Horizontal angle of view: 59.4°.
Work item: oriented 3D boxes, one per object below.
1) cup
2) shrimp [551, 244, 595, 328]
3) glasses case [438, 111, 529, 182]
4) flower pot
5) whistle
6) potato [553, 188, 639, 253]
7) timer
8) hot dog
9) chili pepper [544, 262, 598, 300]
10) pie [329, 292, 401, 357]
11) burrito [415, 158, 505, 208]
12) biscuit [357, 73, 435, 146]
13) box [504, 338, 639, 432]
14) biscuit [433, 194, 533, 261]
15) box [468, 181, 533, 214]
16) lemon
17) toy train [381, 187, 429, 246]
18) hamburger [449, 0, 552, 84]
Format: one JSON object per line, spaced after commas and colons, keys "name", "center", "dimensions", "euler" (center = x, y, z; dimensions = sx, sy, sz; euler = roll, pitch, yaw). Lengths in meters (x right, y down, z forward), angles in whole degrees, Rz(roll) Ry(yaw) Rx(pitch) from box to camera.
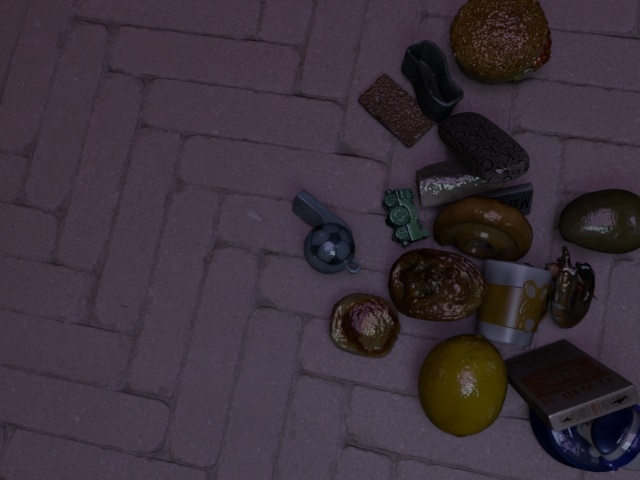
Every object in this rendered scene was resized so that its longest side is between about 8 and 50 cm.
{"name": "cup", "center": [0.547, 0.172, 1.551], "dimensions": [0.241, 0.185, 0.226], "euler": [13, 87, -23]}
{"name": "shrimp", "center": [0.700, 0.128, 1.532], "dimensions": [0.145, 0.059, 0.255], "euler": [-9, 110, -18]}
{"name": "glasses case", "center": [0.447, -0.267, 1.571], "dimensions": [0.137, 0.085, 0.355], "euler": [-18, 37, -5]}
{"name": "flower pot", "center": [0.333, -0.476, 1.685], "dimensions": [0.103, 0.108, 0.229], "euler": [-21, 76, -9]}
{"name": "whistle", "center": [0.000, 0.000, 1.636], "dimensions": [0.289, 0.163, 0.163], "euler": [39, 87, 12]}
{"name": "potato", "center": [0.780, -0.051, 1.557], "dimensions": [0.251, 0.159, 0.174], "euler": [-3, 57, 14]}
{"name": "timer", "center": [0.692, 0.453, 1.369], "dimensions": [0.270, 0.383, 0.271], "euler": [-1, 80, 6]}
{"name": "hot dog", "center": [0.313, 0.125, 1.544], "dimensions": [0.272, 0.122, 0.196], "euler": [8, 84, 38]}
{"name": "chili pepper", "center": [0.713, 0.115, 1.601], "dimensions": [0.178, 0.027, 0.045], "euler": [33, 91, 9]}
{"name": "pie", "center": [0.127, 0.244, 1.616], "dimensions": [0.205, 0.084, 0.179], "euler": [16, 83, 5]}
{"name": "burrito", "center": [0.423, -0.188, 1.634], "dimensions": [0.299, 0.105, 0.143], "euler": [-14, 51, 3]}
{"name": "biscuit", "center": [0.235, -0.402, 1.736], "dimensions": [0.131, 0.025, 0.231], "euler": [-43, 79, -4]}
{"name": "box", "center": [0.600, 0.350, 1.406], "dimensions": [0.204, 0.365, 0.051], "euler": [-20, 96, 2]}
{"name": "biscuit", "center": [0.455, -0.029, 1.575], "dimensions": [0.274, 0.213, 0.091], "euler": [16, 58, 16]}
{"name": "box", "center": [0.517, -0.104, 1.616], "dimensions": [0.177, 0.115, 0.036], "euler": [-11, 52, 4]}
{"name": "lemon", "center": [0.377, 0.381, 1.493], "dimensions": [0.235, 0.236, 0.263], "euler": [13, 71, 8]}
{"name": "toy train", "center": [0.247, -0.073, 1.662], "dimensions": [0.104, 0.071, 0.178], "euler": [-16, 81, -4]}
{"name": "hamburger", "center": [0.528, -0.605, 1.659], "dimensions": [0.294, 0.179, 0.276], "euler": [-1, 82, 6]}
